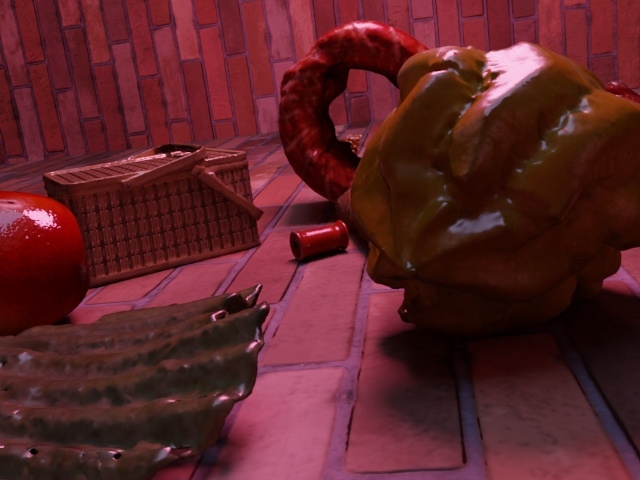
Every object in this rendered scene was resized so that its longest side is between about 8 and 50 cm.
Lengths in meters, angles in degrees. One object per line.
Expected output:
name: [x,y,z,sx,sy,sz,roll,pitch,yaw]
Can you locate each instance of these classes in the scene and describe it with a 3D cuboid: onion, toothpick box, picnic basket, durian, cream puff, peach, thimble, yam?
onion: [0.711,-0.312,1.724,0.183,0.147,0.184,-2,0,0]
toothpick box: [0.000,0.000,1.067,0.083,0.047,0.047,-13,15,-24]
picnic basket: [-0.275,-0.062,1.190,0.312,0.175,0.228,-14,15,-26]
durian: [0.045,-0.224,1.879,0.140,0.078,0.224,-20,4,0]
cream puff: [0.166,-0.017,0.707,0.291,0.257,0.324,28,-21,5]
peach: [-0.404,0.032,0.873,0.226,0.196,0.190,-12,-18,-26]
thimble: [0.087,-0.222,1.323,0.350,0.350,0.230,-6,15,5]
yam: [0.092,-0.026,1.069,0.081,0.081,0.357,-10,15,-10]

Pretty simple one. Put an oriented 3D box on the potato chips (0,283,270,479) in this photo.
potato chips: [-0.237,0.112,0.652,0.389,0.097,0.373,-8,13,-6]
